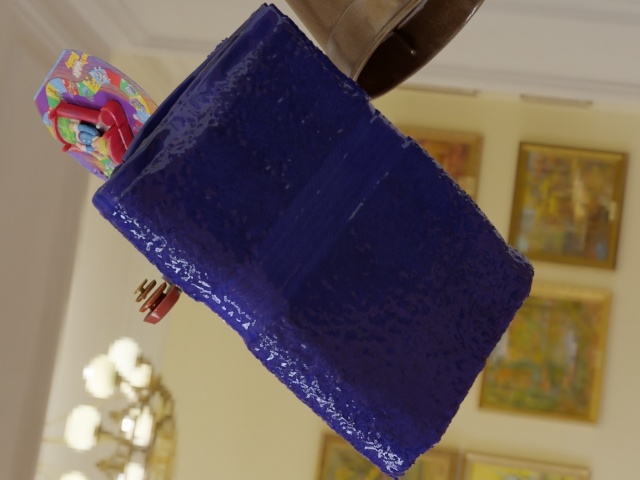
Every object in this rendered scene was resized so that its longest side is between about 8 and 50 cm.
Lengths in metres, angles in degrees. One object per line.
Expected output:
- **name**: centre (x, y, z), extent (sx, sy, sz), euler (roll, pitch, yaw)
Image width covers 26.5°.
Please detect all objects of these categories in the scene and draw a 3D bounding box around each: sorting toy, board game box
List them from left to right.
- **board game box**: centre (-0.206, -0.097, 1.236), extent (0.033, 0.133, 0.169), euler (-53, 9, -34)
- **sorting toy**: centre (-0.154, 0.039, 1.359), extent (0.061, 0.042, 0.102), euler (-44, 8, 32)

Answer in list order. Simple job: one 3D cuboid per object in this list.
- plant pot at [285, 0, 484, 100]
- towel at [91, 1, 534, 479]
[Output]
- **plant pot**: centre (0.035, -0.233, 1.152), extent (0.167, 0.165, 0.167), euler (-39, -12, -10)
- **towel**: centre (0.000, 0.000, 1.009), extent (0.227, 0.308, 0.076), euler (-53, 12, -31)
